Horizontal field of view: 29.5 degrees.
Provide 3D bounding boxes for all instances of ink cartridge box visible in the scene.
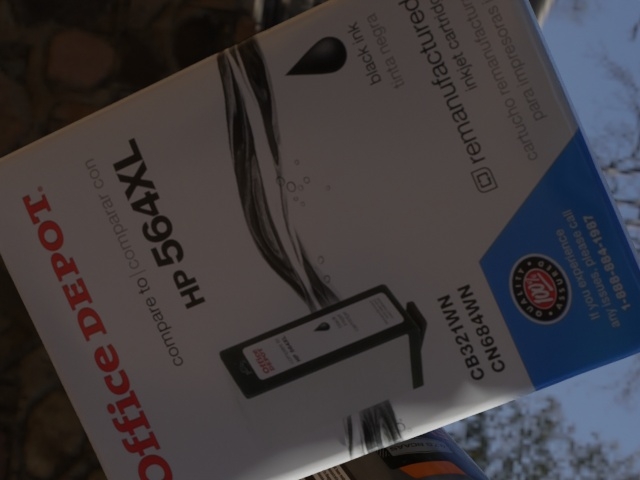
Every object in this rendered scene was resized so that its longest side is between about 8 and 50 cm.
[{"bbox_3d":[0.000,0.000,0.442,0.148,0.203,0.086,65,14,-3],"label":"ink cartridge box"}]

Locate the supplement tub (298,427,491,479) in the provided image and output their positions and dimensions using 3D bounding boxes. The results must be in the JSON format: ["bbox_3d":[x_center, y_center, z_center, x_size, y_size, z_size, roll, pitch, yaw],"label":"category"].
[{"bbox_3d":[0.029,0.214,0.946,0.316,0.193,0.194,46,-47,51],"label":"supplement tub"}]
